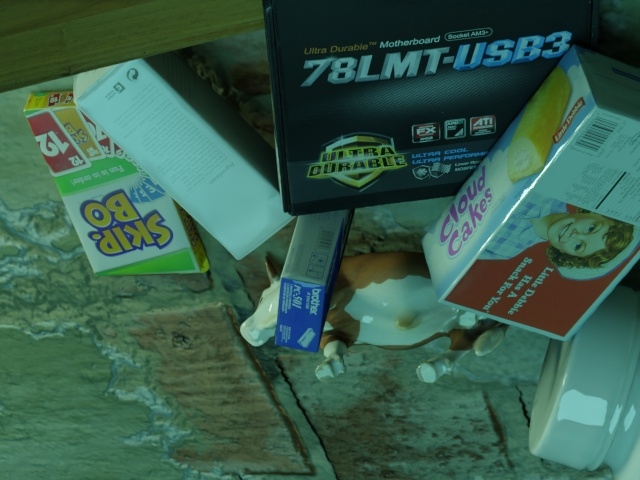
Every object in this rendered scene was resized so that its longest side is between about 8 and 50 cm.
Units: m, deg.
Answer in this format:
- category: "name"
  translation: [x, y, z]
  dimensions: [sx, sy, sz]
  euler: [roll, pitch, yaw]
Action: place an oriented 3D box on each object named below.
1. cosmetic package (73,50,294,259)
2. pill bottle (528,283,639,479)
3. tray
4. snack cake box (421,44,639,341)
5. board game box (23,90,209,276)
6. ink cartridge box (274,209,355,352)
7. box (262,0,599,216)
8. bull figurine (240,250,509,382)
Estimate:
- category: "cosmetic package"
  translation: [-0.129, -0.099, 1.898]
  dimensions: [0.085, 0.117, 0.231]
  euler: [-39, 112, 13]
- category: "pill bottle"
  translation: [0.420, 0.174, 1.956]
  dimensions: [0.392, 0.224, 0.224]
  euler: [15, 136, 0]
- category: "tray"
  translation: [-0.219, -0.242, 1.708]
  dimensions: [0.410, 0.076, 0.203]
  euler: [-14, 134, -6]
- category: "snack cake box"
  translation: [0.228, -0.038, 1.802]
  dimensions: [0.152, 0.089, 0.264]
  euler: [16, 129, -27]
- category: "board game box"
  translation: [-0.207, -0.050, 2.051]
  dimensions: [0.124, 0.039, 0.259]
  euler: [-3, 135, 18]
- category: "ink cartridge box"
  translation: [0.000, 0.000, 1.914]
  dimensions: [0.046, 0.207, 0.097]
  euler: [11, 136, 5]
- category: "box"
  translation: [0.098, -0.165, 1.768]
  dimensions: [0.295, 0.073, 0.293]
  euler: [-6, 135, -3]
- category: "bull figurine"
  translation: [0.053, 0.071, 2.007]
  dimensions: [0.310, 0.188, 0.101]
  euler: [-8, 112, 14]
